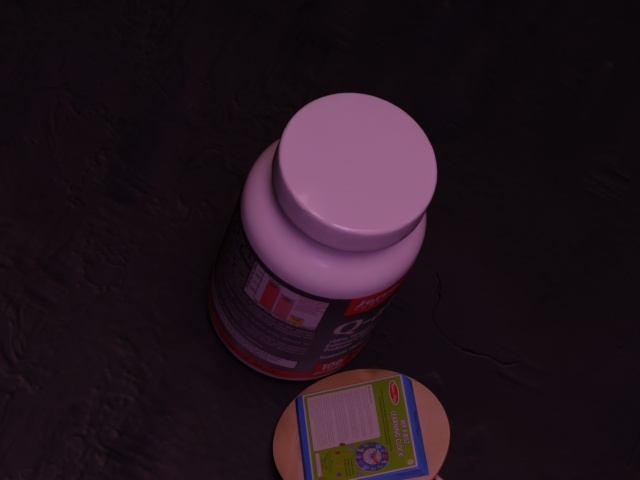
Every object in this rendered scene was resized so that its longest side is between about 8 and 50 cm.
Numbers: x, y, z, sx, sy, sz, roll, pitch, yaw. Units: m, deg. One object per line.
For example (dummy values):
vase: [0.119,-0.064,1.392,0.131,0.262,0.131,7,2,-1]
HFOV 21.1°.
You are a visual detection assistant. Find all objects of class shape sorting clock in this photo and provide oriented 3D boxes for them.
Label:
shape sorting clock: [0.047,0.231,1.988,0.206,0.040,0.206,-9,45,9]

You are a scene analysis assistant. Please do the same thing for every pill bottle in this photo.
pill bottle: [0.000,0.000,1.943,0.210,0.363,0.210,6,62,-11]

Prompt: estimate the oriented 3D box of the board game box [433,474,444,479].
board game box: [0.112,0.346,1.974,0.193,0.045,0.147,42,61,10]
